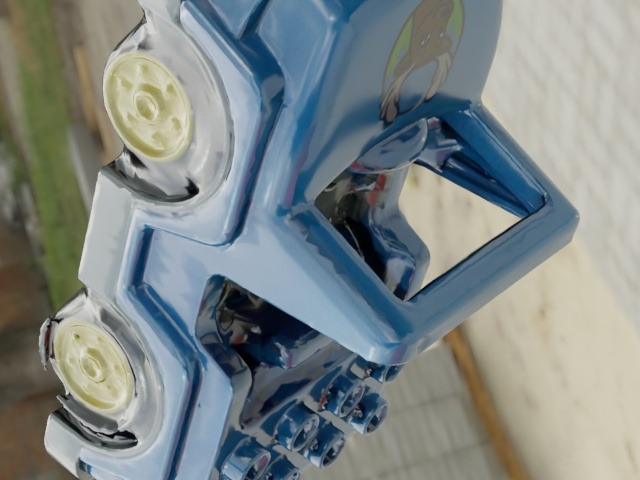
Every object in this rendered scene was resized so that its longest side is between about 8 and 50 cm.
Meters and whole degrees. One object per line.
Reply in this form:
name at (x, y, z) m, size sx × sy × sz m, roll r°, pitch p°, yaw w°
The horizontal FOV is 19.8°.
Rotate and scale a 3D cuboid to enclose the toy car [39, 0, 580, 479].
toy car at (0.000, 0.000, 0.463) m, size 0.100 × 0.097 × 0.191 m, roll 34°, pitch 131°, yaw 22°
